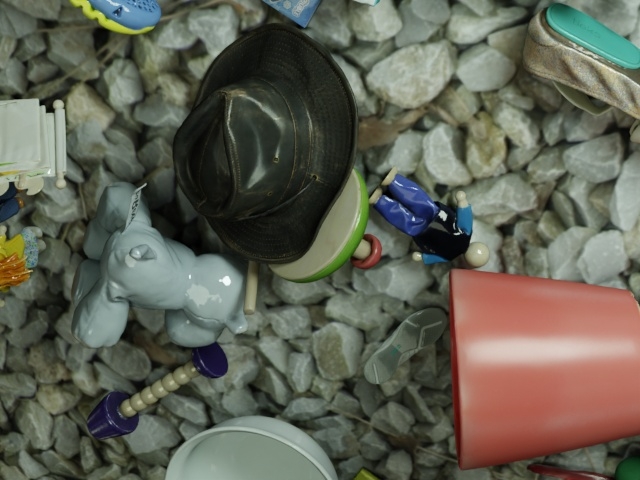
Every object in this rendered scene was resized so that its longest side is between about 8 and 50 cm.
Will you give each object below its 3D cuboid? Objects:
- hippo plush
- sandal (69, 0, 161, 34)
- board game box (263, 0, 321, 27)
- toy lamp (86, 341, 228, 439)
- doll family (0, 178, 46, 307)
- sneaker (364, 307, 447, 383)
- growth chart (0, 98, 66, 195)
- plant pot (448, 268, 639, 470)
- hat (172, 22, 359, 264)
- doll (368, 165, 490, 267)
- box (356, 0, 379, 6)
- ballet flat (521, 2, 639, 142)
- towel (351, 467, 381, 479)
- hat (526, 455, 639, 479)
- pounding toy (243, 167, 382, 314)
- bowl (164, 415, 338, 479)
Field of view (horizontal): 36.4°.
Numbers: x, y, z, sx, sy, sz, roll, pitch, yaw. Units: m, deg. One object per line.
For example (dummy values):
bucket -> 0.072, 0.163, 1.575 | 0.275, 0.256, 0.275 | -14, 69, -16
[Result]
hippo plush -> -0.217, 0.037, 1.445 | 0.236, 0.234, 0.294 | 16, 138, -26
sandal -> -0.312, -0.418, 1.286 | 0.138, 0.126, 0.317 | -32, 103, 21
board game box -> -0.035, -0.346, 1.296 | 0.090, 0.020, 0.090 | 32, 117, -2
toy lamp -> -0.276, 0.249, 1.595 | 0.274, 0.080, 0.080 | -34, 101, 24
doll family -> -0.502, -0.016, 1.488 | 0.118, 0.163, 0.263 | -7, 111, 18
sneaker -> 0.125, 0.151, 1.459 | 0.152, 0.061, 0.054 | -40, 91, 7
growth chart -> -0.484, -0.140, 1.431 | 0.237, 0.172, 0.021 | 0, 157, 2
plant pot -> 0.300, 0.167, 1.313 | 0.243, 0.275, 0.275 | -3, 113, 6
hat -> -0.112, -0.126, 1.287 | 0.331, 0.134, 0.331 | 5, 97, 42
doll -> 0.161, -0.025, 1.371 | 0.189, 0.046, 0.129 | 37, 118, -3
box -> 0.062, -0.424, 1.200 | 0.100, 0.060, 0.244 | 20, 112, 3
ballet flat -> 0.394, -0.186, 1.220 | 0.316, 0.107, 0.106 | 31, 138, 6
towel -> 0.140, 0.475, 1.616 | 0.237, 0.021, 0.102 | 35, 112, -1
hat -> 0.468, 0.335, 1.458 | 0.208, 0.183, 0.173 | -10, 135, -27
pounding toy -> 0.000, 0.000, 1.379 | 0.237, 0.183, 0.110 | -33, 138, 30
bowl -> -0.092, 0.392, 1.576 | 0.297, 0.134, 0.298 | 5, 114, 12
